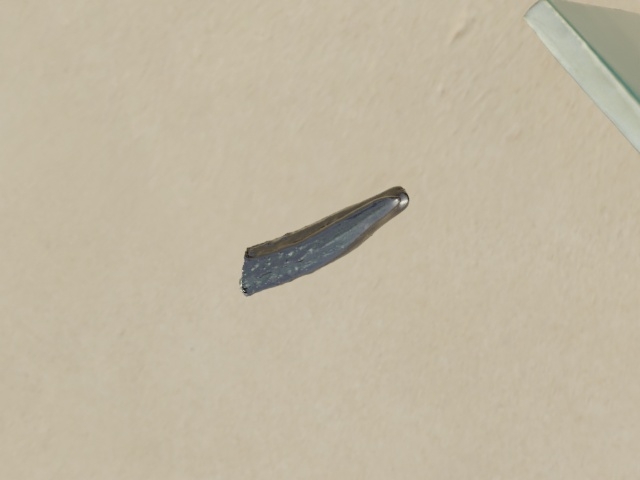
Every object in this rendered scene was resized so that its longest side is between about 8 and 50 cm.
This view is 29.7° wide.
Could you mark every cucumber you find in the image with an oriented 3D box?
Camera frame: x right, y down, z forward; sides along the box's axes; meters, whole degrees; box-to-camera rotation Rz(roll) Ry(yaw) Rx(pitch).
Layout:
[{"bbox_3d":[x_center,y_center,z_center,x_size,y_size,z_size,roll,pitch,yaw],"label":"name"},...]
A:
[{"bbox_3d":[0.001,0.002,0.822,0.135,0.033,0.034,-21,96,20],"label":"cucumber"}]

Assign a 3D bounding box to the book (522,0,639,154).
[{"bbox_3d":[0.326,-0.087,0.967,0.031,0.379,0.264,-47,69,29],"label":"book"}]
